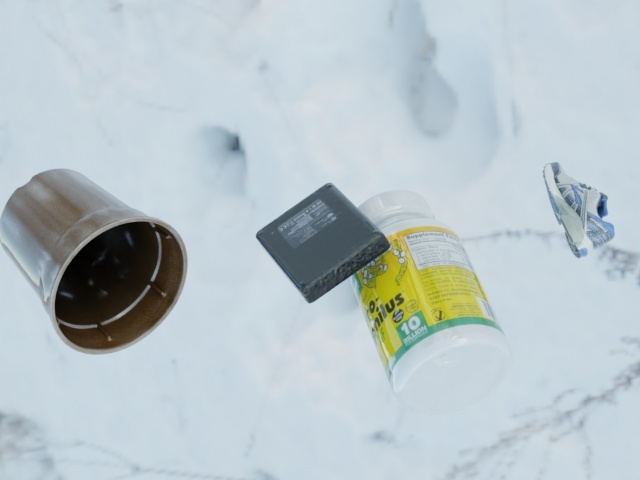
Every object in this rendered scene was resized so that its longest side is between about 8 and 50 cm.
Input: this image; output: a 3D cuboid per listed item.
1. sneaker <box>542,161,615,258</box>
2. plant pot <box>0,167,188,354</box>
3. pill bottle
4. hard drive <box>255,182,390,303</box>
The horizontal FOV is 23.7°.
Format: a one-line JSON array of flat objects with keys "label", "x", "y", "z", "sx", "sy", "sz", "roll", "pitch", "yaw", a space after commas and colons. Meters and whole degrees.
[{"label": "sneaker", "x": 0.283, "y": -0.038, "z": 1.653, "sx": 0.052, "sy": 0.058, "sz": 0.135, "roll": 66, "pitch": -174, "yaw": -47}, {"label": "plant pot", "x": -0.258, "y": 0.012, "z": 1.651, "sx": 0.165, "sy": 0.167, "sz": 0.167, "roll": 37, "pitch": 124, "yaw": 40}, {"label": "pill bottle", "x": 0.096, "y": 0.053, "z": 1.458, "sx": 0.118, "sy": 0.117, "sz": 0.208, "roll": -60, "pitch": 37, "yaw": 38}, {"label": "hard drive", "x": 0.000, "y": 0.000, "z": 1.451, "sx": 0.022, "sy": 0.094, "sz": 0.135, "roll": 58, "pitch": 175, "yaw": -31}]
